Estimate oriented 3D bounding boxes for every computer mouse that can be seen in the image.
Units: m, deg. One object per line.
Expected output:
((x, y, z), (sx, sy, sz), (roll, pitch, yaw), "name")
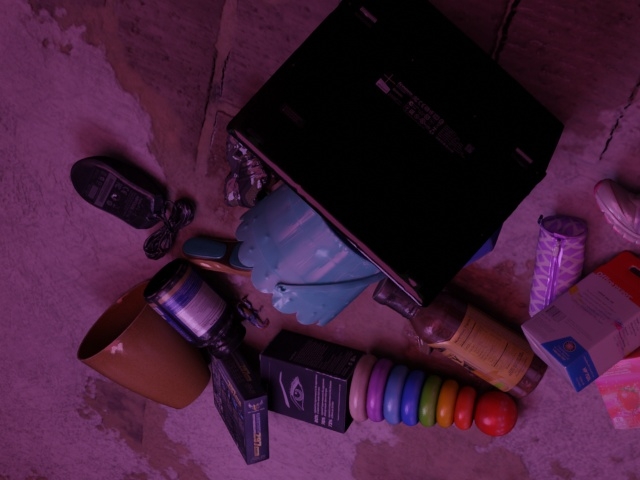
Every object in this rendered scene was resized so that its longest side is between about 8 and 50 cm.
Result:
((-0.413, -0.093, 1.901), (0.272, 0.072, 0.188), (35, 125, -10), "computer mouse")

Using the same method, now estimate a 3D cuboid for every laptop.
((0.138, -0.175, 1.342), (0.382, 0.236, 0.408), (42, 87, 1), "laptop")

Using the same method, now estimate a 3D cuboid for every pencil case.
((0.419, 0.056, 1.548), (0.086, 0.088, 0.206), (6, 120, 14), "pencil case")

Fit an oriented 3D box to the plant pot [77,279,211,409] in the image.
((-0.377, 0.261, 1.994), (0.237, 0.237, 0.254), (-28, 114, 35), "plant pot")

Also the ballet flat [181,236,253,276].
((-0.185, 0.039, 1.864), (0.232, 0.080, 0.073), (11, 149, 24), "ballet flat")

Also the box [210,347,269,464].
((-0.181, 0.354, 1.949), (0.232, 0.059, 0.183), (-135, 37, -53), "box")

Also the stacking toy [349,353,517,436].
((0.231, 0.325, 1.771), (0.330, 0.141, 0.141), (8, 120, 18), "stacking toy")

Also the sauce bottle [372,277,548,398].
((0.259, 0.168, 1.651), (0.344, 0.111, 0.111), (32, 126, -2), "sauce bottle")

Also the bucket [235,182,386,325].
((0.000, 0.000, 1.618), (0.183, 0.281, 0.281), (-39, 95, 28), "bucket")

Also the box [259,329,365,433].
((-0.019, 0.303, 1.891), (0.207, 0.108, 0.153), (15, 122, 20), "box")

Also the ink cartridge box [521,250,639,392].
((0.478, 0.133, 1.487), (0.231, 0.134, 0.078), (-36, 126, -3), "ink cartridge box")

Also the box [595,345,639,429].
((0.632, 0.206, 1.484), (0.300, 0.154, 0.142), (-17, 108, 33), "box")

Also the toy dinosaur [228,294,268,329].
((-0.152, 0.162, 1.937), (0.090, 0.047, 0.082), (13, 138, 60), "toy dinosaur")

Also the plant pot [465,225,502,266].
((0.190, -0.063, 1.514), (0.236, 0.236, 0.212), (-33, 104, 35), "plant pot")

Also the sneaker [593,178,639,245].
((0.567, -0.040, 1.422), (0.252, 0.103, 0.111), (30, 122, 1), "sneaker")

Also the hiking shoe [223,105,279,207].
((-0.124, -0.160, 1.718), (0.114, 0.086, 0.227), (12, 128, 5), "hiking shoe")

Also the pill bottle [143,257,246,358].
((-0.267, 0.152, 1.893), (0.123, 0.123, 0.219), (-27, 116, 35), "pill bottle")

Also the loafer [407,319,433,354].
((0.199, 0.156, 1.737), (0.050, 0.056, 0.148), (0, 106, 28), "loafer")
